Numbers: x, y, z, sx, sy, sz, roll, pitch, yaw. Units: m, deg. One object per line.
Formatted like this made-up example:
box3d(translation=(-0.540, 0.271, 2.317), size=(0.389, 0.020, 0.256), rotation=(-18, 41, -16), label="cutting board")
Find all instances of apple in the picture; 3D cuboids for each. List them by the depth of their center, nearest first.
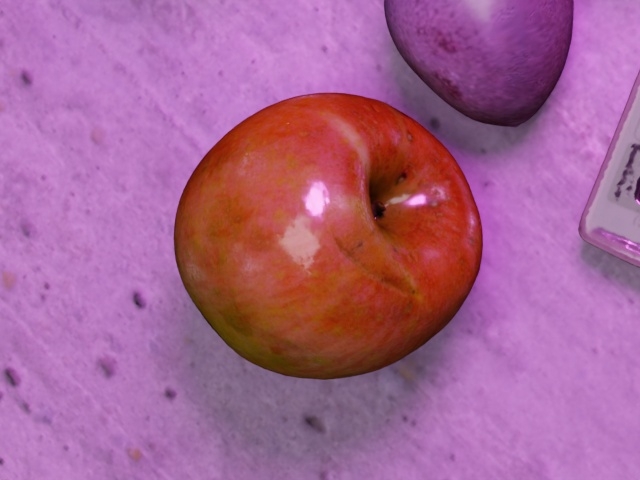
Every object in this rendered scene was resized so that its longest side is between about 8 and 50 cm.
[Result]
box3d(translation=(0.000, 0.000, 1.255), size=(0.196, 0.196, 0.196), rotation=(2, 96, 20), label="apple")

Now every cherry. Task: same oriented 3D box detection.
box3d(translation=(0.082, -0.143, 1.262), size=(0.188, 0.115, 0.148), rotation=(-10, 131, 28), label="cherry")

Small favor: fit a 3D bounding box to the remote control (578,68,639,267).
box3d(translation=(0.271, -0.110, 1.226), size=(0.123, 0.038, 0.285), rotation=(25, 103, 16), label="remote control")
